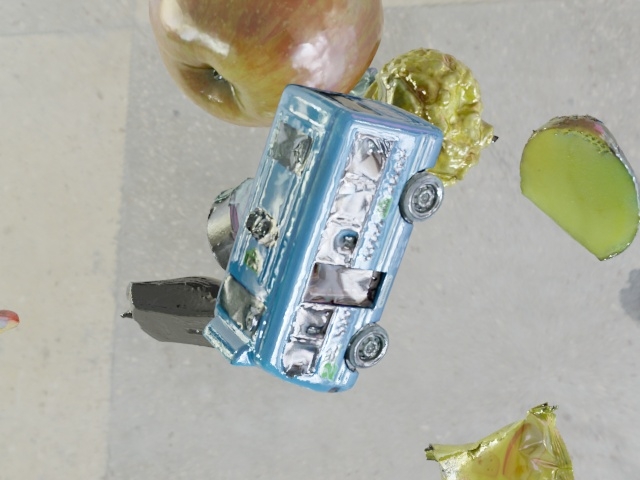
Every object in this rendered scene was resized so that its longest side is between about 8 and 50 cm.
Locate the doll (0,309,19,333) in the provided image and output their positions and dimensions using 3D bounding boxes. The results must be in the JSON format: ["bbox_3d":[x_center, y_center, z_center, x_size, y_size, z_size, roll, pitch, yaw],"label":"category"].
[{"bbox_3d":[-0.305,0.064,0.733,0.109,0.169,0.057,-3,78,-18],"label":"doll"}]

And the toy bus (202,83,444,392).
[{"bbox_3d":[0.000,0.000,0.752,0.113,0.134,0.246,37,112,49],"label":"toy bus"}]

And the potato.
[{"bbox_3d":[0.283,-0.062,0.955,0.119,0.198,0.054,-16,38,39],"label":"potato"}]

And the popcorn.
[{"bbox_3d":[0.159,-0.186,1.375,0.169,0.189,0.218,-16,102,-31],"label":"popcorn"}]

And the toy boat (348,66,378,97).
[{"bbox_3d":[0.065,-0.291,1.767,0.207,0.079,0.134,-34,44,-26],"label":"toy boat"}]

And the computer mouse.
[{"bbox_3d":[-0.188,0.109,1.402,0.264,0.147,0.088,3,57,11],"label":"computer mouse"}]

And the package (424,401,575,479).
[{"bbox_3d":[0.242,0.319,1.191,0.226,0.090,0.168,-33,59,33],"label":"package"}]

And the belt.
[{"bbox_3d":[-0.096,-0.017,1.160,0.058,0.105,0.140,-25,39,36],"label":"belt"}]

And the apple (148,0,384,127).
[{"bbox_3d":[-0.078,-0.270,1.131,0.309,0.277,0.250,-21,47,40],"label":"apple"}]
